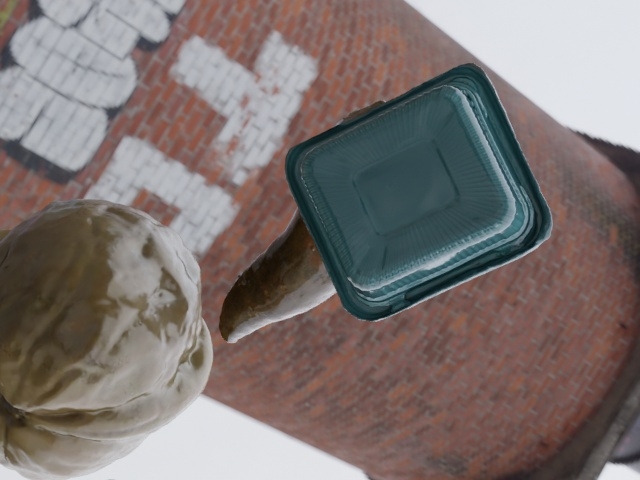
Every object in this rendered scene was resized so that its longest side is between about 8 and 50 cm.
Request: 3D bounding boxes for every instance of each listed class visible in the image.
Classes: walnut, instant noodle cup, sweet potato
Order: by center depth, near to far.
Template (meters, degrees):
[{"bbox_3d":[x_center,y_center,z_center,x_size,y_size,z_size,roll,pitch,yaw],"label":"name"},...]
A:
[{"bbox_3d":[0.069,-0.037,0.842,0.179,0.070,0.157,-26,-99,10],"label":"instant noodle cup"},{"bbox_3d":[0.001,0.002,1.013,0.292,0.097,0.097,-56,-152,29],"label":"sweet potato"},{"bbox_3d":[-0.249,0.096,1.125,0.285,0.285,0.296,-102,-150,-49],"label":"walnut"}]

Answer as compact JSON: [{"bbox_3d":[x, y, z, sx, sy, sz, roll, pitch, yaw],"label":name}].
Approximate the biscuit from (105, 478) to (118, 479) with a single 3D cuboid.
[{"bbox_3d":[-0.299,0.362,1.472,0.175,0.124,0.026,-15,-140,-1],"label":"biscuit"}]
